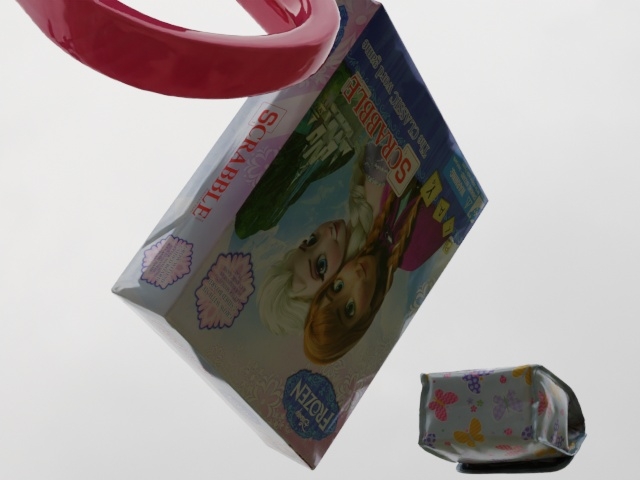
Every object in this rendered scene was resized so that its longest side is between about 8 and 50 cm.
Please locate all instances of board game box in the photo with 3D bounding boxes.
[{"bbox_3d":[0.000,0.000,1.361,0.318,0.066,0.318,-56,-35,-14],"label":"board game box"}]

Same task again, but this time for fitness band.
[{"bbox_3d":[-0.112,-0.178,1.053,0.209,0.291,0.054,-4,-54,-34],"label":"fitness band"}]

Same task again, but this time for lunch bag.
[{"bbox_3d":[0.100,0.100,0.846,0.071,0.083,0.053,-6,-109,25],"label":"lunch bag"}]
